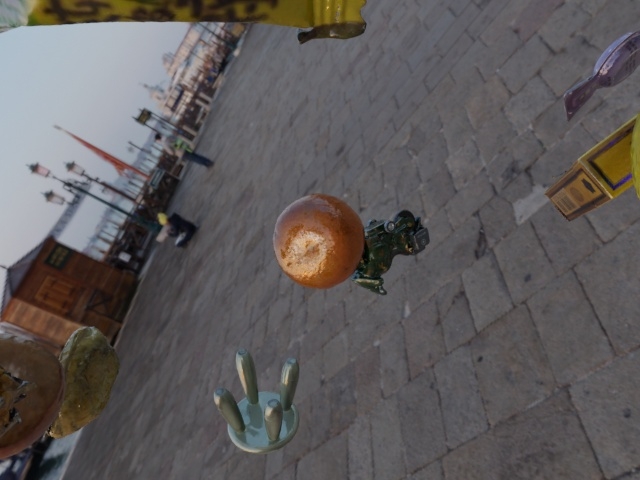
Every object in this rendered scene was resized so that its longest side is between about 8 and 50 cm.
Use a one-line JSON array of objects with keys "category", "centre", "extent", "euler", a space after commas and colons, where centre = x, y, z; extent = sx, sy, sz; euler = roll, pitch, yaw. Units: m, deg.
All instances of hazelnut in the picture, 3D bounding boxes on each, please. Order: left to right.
[{"category": "hazelnut", "centre": [-0.384, 0.181, 0.602], "extent": [0.150, 0.150, 0.150], "euler": [-48, 24, 29]}]

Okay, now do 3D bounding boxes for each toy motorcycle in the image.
[{"category": "toy motorcycle", "centre": [0.172, 0.036, 1.340], "extent": [0.275, 0.187, 0.125], "euler": [-28, 19, -25]}]

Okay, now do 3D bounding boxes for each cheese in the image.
[{"category": "cheese", "centre": [0.505, -0.298, 0.900], "extent": [0.191, 0.105, 0.042], "euler": [-43, 58, 8]}]

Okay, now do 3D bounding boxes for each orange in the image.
[{"category": "orange", "centre": [0.000, 0.000, 1.185], "extent": [0.224, 0.224, 0.170], "euler": [-50, -1, 24]}]

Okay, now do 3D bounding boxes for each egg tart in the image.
[{"category": "egg tart", "centre": [-0.509, 0.307, 1.109], "extent": [0.232, 0.098, 0.252], "euler": [104, 175, -46]}]

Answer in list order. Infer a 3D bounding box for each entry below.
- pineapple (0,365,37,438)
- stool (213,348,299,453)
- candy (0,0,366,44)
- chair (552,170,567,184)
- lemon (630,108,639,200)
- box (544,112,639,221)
[{"category": "pineapple", "centre": [-0.332, 0.121, 0.387], "extent": [0.221, 0.221, 0.047], "euler": [-46, 37, 32]}, {"category": "stool", "centre": [-0.158, 0.421, 1.351], "extent": [0.195, 0.195, 0.198], "euler": [-61, -27, -55]}, {"category": "candy", "centre": [-0.111, -0.184, 0.282], "extent": [0.187, 0.297, 0.081], "euler": [96, 166, -60]}, {"category": "chair", "centre": [0.644, -0.159, 1.318], "extent": [0.086, 0.042, 0.037], "euler": [-24, 29, 45]}, {"category": "lemon", "centre": [0.508, -0.086, 0.513], "extent": [0.350, 0.387, 0.350], "euler": [-9, 41, 8]}, {"category": "box", "centre": [0.517, -0.137, 0.887], "extent": [0.193, 0.084, 0.301], "euler": [-39, -13, 8]}]
